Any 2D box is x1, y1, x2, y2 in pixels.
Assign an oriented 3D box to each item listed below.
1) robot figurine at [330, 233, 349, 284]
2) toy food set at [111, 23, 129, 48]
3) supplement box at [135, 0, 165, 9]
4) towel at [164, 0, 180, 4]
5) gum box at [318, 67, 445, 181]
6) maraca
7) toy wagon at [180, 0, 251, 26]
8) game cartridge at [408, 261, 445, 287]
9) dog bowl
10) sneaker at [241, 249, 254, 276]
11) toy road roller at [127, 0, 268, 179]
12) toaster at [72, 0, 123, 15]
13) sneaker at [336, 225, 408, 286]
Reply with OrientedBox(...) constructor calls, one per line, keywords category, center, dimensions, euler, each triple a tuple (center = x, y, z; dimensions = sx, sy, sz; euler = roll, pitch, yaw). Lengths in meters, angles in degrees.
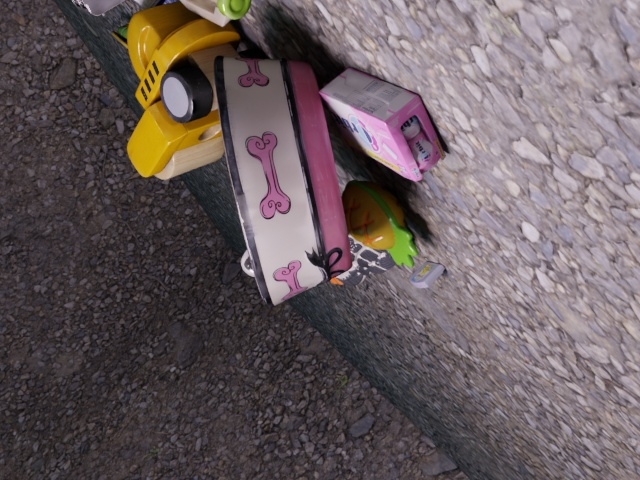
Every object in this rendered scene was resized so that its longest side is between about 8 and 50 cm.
OrientedBox(category="robot figurine", center=(-0.001, 0.000, 2.072), dimensions=(0.219, 0.128, 0.158), euler=(52, -156, -12))
OrientedBox(category="toy food set", center=(-0.468, -0.527, 2.383), dimensions=(0.128, 0.071, 0.218), euler=(25, -167, -46))
OrientedBox(category="supplement box", center=(-0.361, -0.522, 1.597), dimensions=(0.111, 0.114, 0.220), euler=(43, -174, 37))
OrientedBox(category="towel", center=(-0.297, -0.482, 1.880), dimensions=(0.243, 0.040, 0.336), euler=(48, 168, 22))
OrientedBox(category="gum box", center=(0.088, -0.163, 1.250), dimensions=(0.188, 0.062, 0.107), euler=(37, 164, 53))
OrientedBox(category="maraca", center=(0.103, -0.030, 1.565), dimensions=(0.185, 0.099, 0.127), euler=(48, 160, 20))
OrientedBox(category="toy wagon", center=(-0.242, -0.493, 1.421), dimensions=(0.267, 0.068, 0.344), euler=(34, 163, 39))
OrientedBox(category="game cartridge", center=(0.194, 0.064, 1.655), dimensions=(0.017, 0.056, 0.083), euler=(44, 171, -13))
OrientedBox(category="dog bowl", center=(-0.053, -0.104, 1.432), dimensions=(0.408, 0.151, 0.407), euler=(-12, -90, -89))
OrientedBox(category="sneaker", center=(-0.090, 0.040, 2.163), dimensions=(0.118, 0.292, 0.110), euler=(-42, 76, 39))
OrientedBox(category="toy road roller", center=(-0.259, -0.294, 1.679), dimensions=(0.240, 0.203, 0.329), euler=(56, 141, 11))
OrientedBox(category="toaster", center=(-0.592, -0.662, 2.265), dimensions=(0.185, 0.110, 0.168), euler=(56, 168, -30))
OrientedBox(category="sneaker", center=(0.090, 0.001, 1.748), dimensions=(0.107, 0.110, 0.275), euler=(35, 156, -12))
